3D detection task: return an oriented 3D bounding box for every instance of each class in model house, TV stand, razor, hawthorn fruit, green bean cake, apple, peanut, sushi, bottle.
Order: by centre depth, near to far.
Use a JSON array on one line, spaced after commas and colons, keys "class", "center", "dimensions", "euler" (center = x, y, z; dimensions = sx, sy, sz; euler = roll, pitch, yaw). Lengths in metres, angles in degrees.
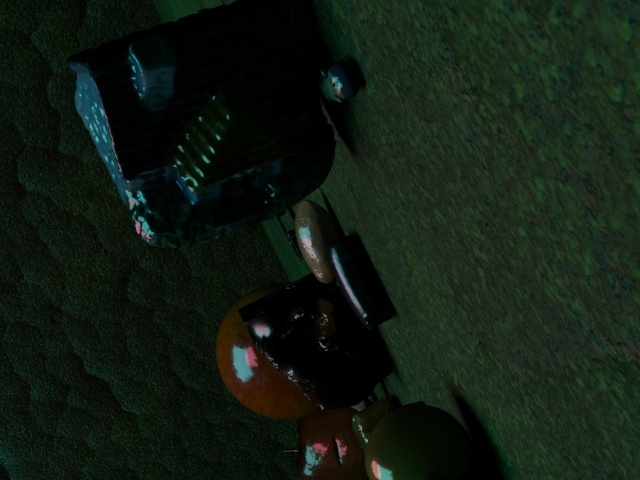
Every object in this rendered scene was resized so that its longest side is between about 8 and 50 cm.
[{"class": "model house", "center": [-0.100, -0.148, 0.876], "dimensions": [0.226, 0.261, 0.241], "euler": [62, 162, 8]}, {"class": "bottle", "center": [0.160, 0.370, 1.131], "dimensions": [0.351, 0.171, 0.171], "euler": [67, 173, -31]}, {"class": "razor", "center": [0.056, 0.064, 1.273], "dimensions": [0.148, 0.054, 0.090], "euler": [64, 178, 0]}, {"class": "peanut", "center": [0.000, 0.000, 1.394], "dimensions": [0.076, 0.076, 0.152], "euler": [-132, 21, -68]}, {"class": "sushi", "center": [-0.001, 0.204, 1.589], "dimensions": [0.227, 0.215, 0.212], "euler": [66, 173, -16]}, {"class": "green bean cake", "center": [0.153, 0.451, 1.816], "dimensions": [0.214, 0.113, 0.200], "euler": [62, 174, 16]}, {"class": "TV stand", "center": [-0.088, -0.067, 1.994], "dimensions": [0.249, 0.042, 0.036], "euler": [61, 176, 20]}, {"class": "apple", "center": [-0.085, 0.265, 2.064], "dimensions": [0.340, 0.339, 0.339], "euler": [62, 174, 12]}, {"class": "hawthorn fruit", "center": [0.047, 0.559, 2.282], "dimensions": [0.268, 0.300, 0.268], "euler": [-17, -90, -80]}]

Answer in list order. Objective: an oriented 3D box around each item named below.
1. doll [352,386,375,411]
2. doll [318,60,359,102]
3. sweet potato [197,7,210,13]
[{"class": "doll", "center": [0.074, 0.305, 1.872], "dimensions": [0.145, 0.103, 0.316], "euler": [56, 177, 16]}, {"class": "doll", "center": [0.015, -0.154, 0.828], "dimensions": [0.037, 0.027, 0.125], "euler": [61, 174, -8]}, {"class": "sweet potato", "center": [-0.146, -0.307, 1.458], "dimensions": [0.214, 0.050, 0.050], "euler": [62, 175, -24]}]
